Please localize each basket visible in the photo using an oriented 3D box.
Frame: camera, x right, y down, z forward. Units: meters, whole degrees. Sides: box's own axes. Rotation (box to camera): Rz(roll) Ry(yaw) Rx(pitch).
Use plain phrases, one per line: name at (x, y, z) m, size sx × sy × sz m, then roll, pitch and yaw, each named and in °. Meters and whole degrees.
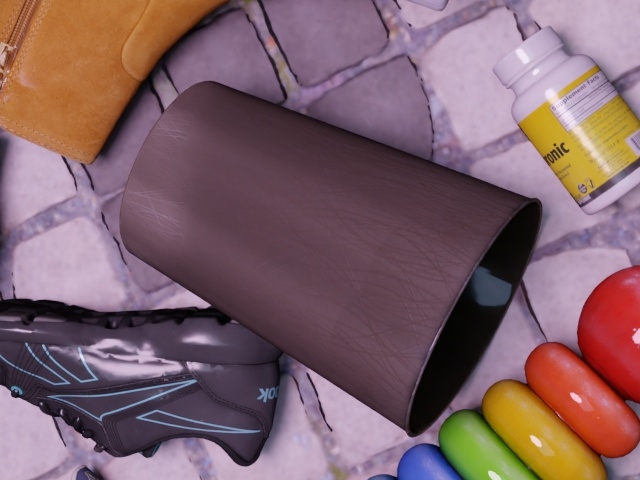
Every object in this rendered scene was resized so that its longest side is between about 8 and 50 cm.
basket at (0.000, 0.000, 0.874) m, size 0.227 × 0.204 × 0.154 m, roll 25°, pitch 116°, yaw 16°

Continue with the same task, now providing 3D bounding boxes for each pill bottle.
pill bottle at (0.165, -0.080, 0.895) m, size 0.065 × 0.065 × 0.116 m, roll -37°, pitch 86°, yaw 9°

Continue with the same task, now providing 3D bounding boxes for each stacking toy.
stacking toy at (0.128, 0.150, 0.890) m, size 0.330 × 0.141 × 0.141 m, roll -44°, pitch 86°, yaw 3°

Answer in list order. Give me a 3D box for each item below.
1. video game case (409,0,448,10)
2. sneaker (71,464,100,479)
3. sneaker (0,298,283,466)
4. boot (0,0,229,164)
video game case at (0.023, -0.265, 0.848) m, size 0.193 × 0.023 × 0.212 m, roll 21°, pitch 75°, yaw 7°
sneaker at (-0.224, 0.223, 0.979) m, size 0.192 × 0.064 × 0.086 m, roll -24°, pitch 82°, yaw 9°
sneaker at (-0.157, 0.096, 0.939) m, size 0.267 × 0.101 × 0.106 m, roll 3°, pitch 96°, yaw 9°
boot at (-0.116, -0.147, 0.928) m, size 0.295 × 0.104 × 0.211 m, roll 22°, pitch 102°, yaw 12°
